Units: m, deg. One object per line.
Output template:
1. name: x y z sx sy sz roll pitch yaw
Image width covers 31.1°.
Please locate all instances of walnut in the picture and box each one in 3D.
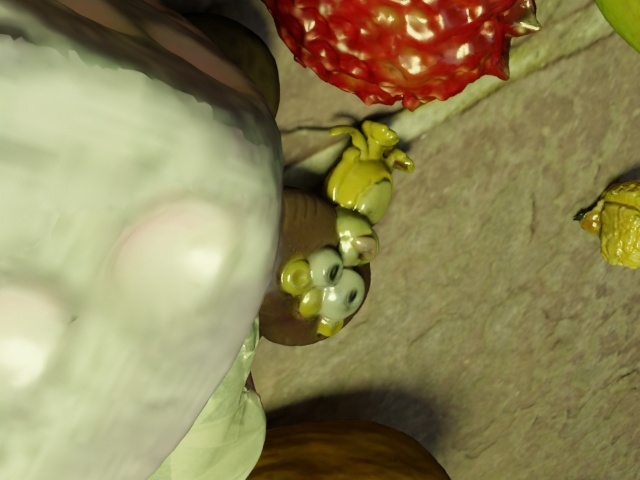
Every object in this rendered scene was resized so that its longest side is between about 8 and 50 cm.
1. walnut: -0.021 0.255 0.961 0.298 0.203 0.203 -7 127 -13

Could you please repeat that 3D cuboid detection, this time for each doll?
1. doll: -0.003 -0.005 0.849 0.145 0.096 0.188 16 101 -51

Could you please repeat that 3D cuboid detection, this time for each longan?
1. longan: -0.078 -0.091 0.721 0.113 0.092 0.113 -28 148 -19

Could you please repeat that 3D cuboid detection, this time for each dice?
1. dice: -0.201 -0.022 0.552 0.270 0.270 0.271 19 109 -45

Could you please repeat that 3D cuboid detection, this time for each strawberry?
1. strawberry: 0.018 -0.203 0.674 0.244 0.205 0.205 29 103 -23

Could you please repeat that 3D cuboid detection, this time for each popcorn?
1. popcorn: 0.274 -0.018 1.068 0.084 0.084 0.084 -20 132 -24

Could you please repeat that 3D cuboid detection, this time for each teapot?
1. teapot: -0.101 0.081 0.773 0.221 0.178 0.163 -53 137 7

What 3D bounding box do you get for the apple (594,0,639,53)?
1. apple: 0.340 -0.230 0.762 0.340 0.339 0.339 -20 132 -24
